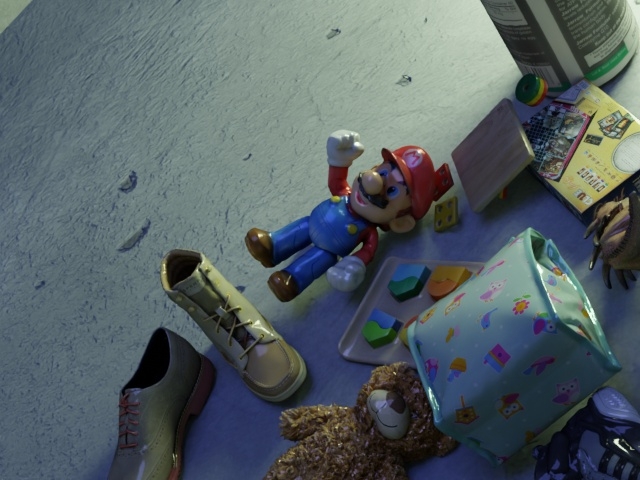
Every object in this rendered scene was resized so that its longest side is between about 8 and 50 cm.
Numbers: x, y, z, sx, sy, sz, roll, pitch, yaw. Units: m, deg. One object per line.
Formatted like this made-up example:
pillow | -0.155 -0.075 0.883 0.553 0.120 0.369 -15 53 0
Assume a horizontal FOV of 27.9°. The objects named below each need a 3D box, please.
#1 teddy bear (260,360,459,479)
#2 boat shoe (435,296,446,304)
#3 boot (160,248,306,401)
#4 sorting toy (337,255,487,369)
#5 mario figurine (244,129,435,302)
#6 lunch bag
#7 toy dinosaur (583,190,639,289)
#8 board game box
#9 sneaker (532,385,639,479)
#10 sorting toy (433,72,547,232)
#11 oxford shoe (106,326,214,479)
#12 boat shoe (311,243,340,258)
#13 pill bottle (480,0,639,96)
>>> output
teddy bear | 0.024 0.302 1.731 0.338 0.113 0.245 -29 41 13
boat shoe | 0.233 0.104 1.798 0.153 0.056 0.048 0 69 16
boot | -0.138 0.124 1.964 0.095 0.203 0.262 -41 36 -3
sorting toy | 0.140 0.102 1.900 0.208 0.038 0.193 6 55 42
mario figurine | 0.033 -0.046 2.008 0.320 0.198 0.170 -35 14 7
lunch bag | 0.238 0.123 1.666 0.223 0.160 0.262 -43 27 19
toy dinosaur | 0.409 -0.006 1.658 0.200 0.295 0.127 -19 84 28
board game box | 0.400 -0.134 1.930 0.165 0.042 0.243 -37 38 2
sneaker | 0.344 0.293 1.496 0.153 0.101 0.268 -36 32 4
sorting toy | 0.267 -0.119 1.973 0.274 0.046 0.132 -47 39 31
oxford shoe | -0.279 0.292 1.967 0.123 0.130 0.348 -10 45 31
boat shoe | 0.000 0.000 2.118 0.035 0.035 0.100 -40 40 -1
pill bottle | 0.342 -0.414 2.001 0.204 0.361 0.204 -22 41 20
